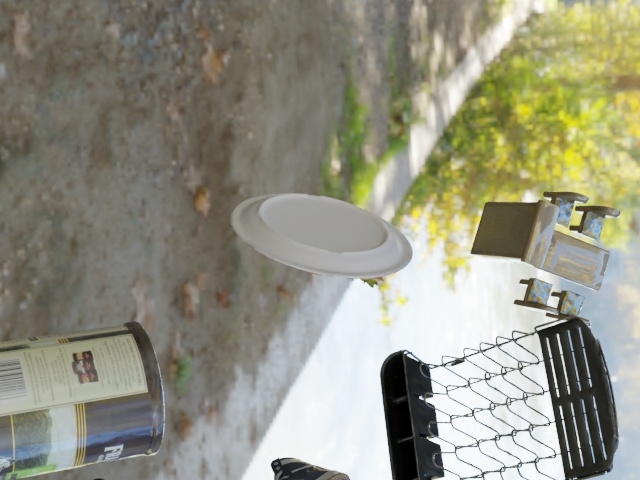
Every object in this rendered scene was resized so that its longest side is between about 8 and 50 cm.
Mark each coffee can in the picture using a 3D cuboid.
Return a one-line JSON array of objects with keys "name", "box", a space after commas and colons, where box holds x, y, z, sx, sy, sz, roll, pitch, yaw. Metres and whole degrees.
[{"name": "coffee can", "box": [-0.388, 0.234, 1.583, 0.201, 0.275, 0.201, 174, -90, -65]}]

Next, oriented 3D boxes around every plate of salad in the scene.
[{"name": "plate of salad", "box": [0.000, 0.000, 1.177, 0.200, 0.200, 0.048, -63, 167, -65]}]

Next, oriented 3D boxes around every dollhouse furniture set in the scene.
[{"name": "dollhouse furniture set", "box": [0.410, 0.018, 1.884, 0.161, 0.242, 0.212, 5, -103, 65]}]

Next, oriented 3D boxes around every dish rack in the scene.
[{"name": "dish rack", "box": [0.204, 0.201, 1.261, 0.074, 0.272, 0.208, 23, 52, -47]}]

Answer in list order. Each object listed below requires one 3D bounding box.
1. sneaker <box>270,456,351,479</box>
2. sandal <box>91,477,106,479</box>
[{"name": "sneaker", "box": [-0.084, 0.522, 2.220, 0.282, 0.153, 0.099, -13, 109, -46]}, {"name": "sandal", "box": [-0.330, 0.430, 1.799, 0.067, 0.179, 0.040, -45, 137, -37]}]
